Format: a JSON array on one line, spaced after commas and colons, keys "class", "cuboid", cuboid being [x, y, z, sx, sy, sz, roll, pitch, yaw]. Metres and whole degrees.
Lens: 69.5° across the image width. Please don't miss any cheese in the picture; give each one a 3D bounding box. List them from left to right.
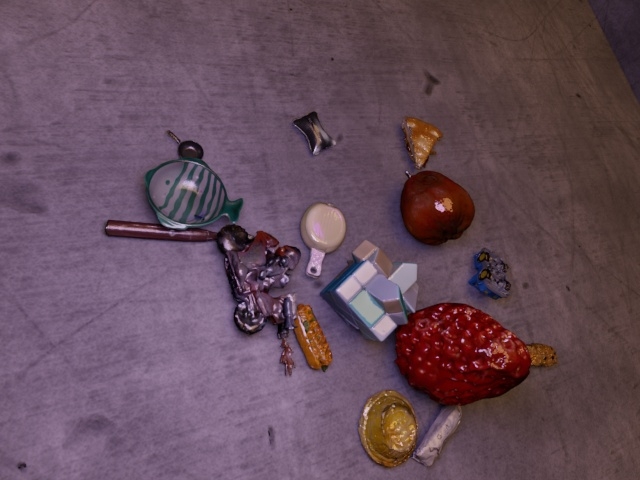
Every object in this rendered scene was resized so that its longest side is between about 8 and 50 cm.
[{"class": "cheese", "cuboid": [0.000, 0.000, 1.311, 0.137, 0.064, 0.227, 19, 62, -14]}]

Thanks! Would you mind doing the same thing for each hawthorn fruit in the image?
[{"class": "hawthorn fruit", "cuboid": [0.347, -0.117, 1.441, 0.224, 0.224, 0.260, -14, 64, -29]}]

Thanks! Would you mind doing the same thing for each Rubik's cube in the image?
[{"class": "Rubik's cube", "cuboid": [0.143, 0.125, 1.222, 0.213, 0.265, 0.224, -42, 94, -16]}]

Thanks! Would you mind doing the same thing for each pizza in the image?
[{"class": "pizza", "cuboid": [0.343, -0.328, 1.603, 0.154, 0.069, 0.193, 17, 71, -19]}]

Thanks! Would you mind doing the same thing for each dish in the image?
[{"class": "dish", "cuboid": [-0.329, -0.100, 1.178, 0.246, 0.078, 0.224, 22, 55, -15]}]

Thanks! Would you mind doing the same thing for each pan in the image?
[{"class": "pan", "cuboid": [-0.372, -0.255, 1.256, 0.115, 0.023, 0.068, 42, 59, -8]}]

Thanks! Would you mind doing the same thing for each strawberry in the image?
[{"class": "strawberry", "cuboid": [0.386, 0.289, 1.216, 0.318, 0.345, 0.295, 37, 61, -8]}]

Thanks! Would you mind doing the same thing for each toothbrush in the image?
[{"class": "toothbrush", "cuboid": [-0.345, -0.016, 1.167, 0.364, 0.041, 0.040, 5, 68, -25]}]

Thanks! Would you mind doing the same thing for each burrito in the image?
[{"class": "burrito", "cuboid": [0.326, 0.526, 1.262, 0.064, 0.064, 0.203, 48, 60, -1]}]

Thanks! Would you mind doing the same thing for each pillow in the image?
[{"class": "pillow", "cuboid": [-0.020, -0.338, 1.442, 0.091, 0.055, 0.135, -30, 87, -51]}]

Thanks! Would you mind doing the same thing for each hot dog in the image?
[{"class": "hot dog", "cuboid": [-0.022, 0.254, 1.205, 0.072, 0.055, 0.188, -19, 79, -32]}]

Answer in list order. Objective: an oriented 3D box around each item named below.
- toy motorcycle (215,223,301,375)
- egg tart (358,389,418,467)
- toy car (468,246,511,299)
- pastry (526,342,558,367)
[{"class": "toy motorcycle", "cuboid": [-0.127, 0.139, 1.159, 0.207, 0.134, 0.400, -9, 73, -22]}, {"class": "egg tart", "cuboid": [0.189, 0.490, 1.205, 0.191, 0.074, 0.191, 9, 69, -24]}, {"class": "toy car", "cuboid": [0.550, 0.117, 1.514, 0.097, 0.100, 0.191, 30, 41, -12]}, {"class": "pastry", "cuboid": [0.713, 0.374, 1.508, 0.140, 0.056, 0.079, 1, 82, -27]}]
